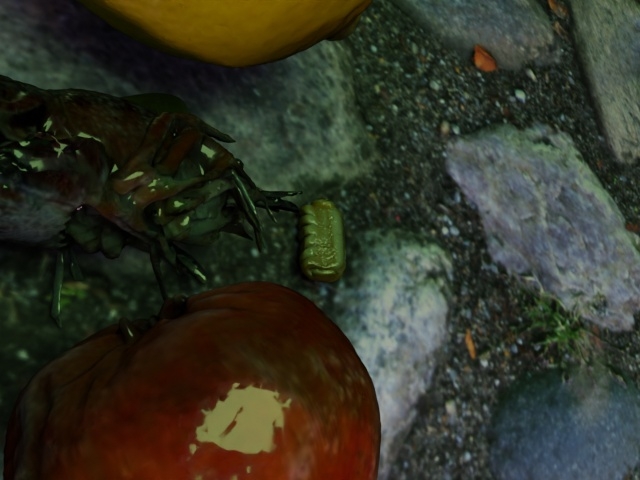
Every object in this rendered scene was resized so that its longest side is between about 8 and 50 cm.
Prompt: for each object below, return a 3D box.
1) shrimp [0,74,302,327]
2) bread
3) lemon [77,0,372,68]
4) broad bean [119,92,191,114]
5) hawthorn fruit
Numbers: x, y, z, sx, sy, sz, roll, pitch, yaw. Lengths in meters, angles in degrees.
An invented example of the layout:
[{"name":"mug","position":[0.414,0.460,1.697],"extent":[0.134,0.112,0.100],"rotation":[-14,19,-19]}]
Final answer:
[{"name":"shrimp","position":[-0.149,-0.023,0.531],"extent":[0.372,0.172,0.137],"rotation":[23,39,-47]},{"name":"bread","position":[0.000,0.000,0.682],"extent":[0.049,0.033,0.087],"rotation":[3,66,-20]},{"name":"lemon","position":[-0.077,-0.304,0.554],"extent":[0.364,0.364,0.363],"rotation":[13,66,-32]},{"name":"broad bean","position":[-0.231,-0.078,0.538],"extent":[0.298,0.043,0.060],"rotation":[-18,75,-38]},{"name":"hawthorn fruit","position":[-0.067,0.168,0.453],"extent":[0.242,0.242,0.271],"rotation":[-25,99,-39]}]
